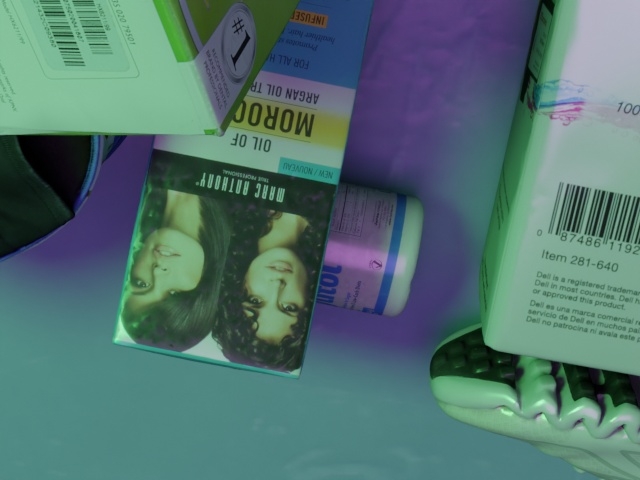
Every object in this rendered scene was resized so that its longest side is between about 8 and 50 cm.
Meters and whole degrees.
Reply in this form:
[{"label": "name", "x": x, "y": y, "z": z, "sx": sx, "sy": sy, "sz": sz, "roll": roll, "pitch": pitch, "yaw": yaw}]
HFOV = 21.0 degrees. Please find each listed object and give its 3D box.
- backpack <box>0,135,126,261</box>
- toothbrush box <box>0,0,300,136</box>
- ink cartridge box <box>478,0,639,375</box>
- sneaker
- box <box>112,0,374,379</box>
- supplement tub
[{"label": "backpack", "x": -0.219, "y": -0.112, "z": 0.860, "sx": 0.277, "sy": 0.213, "sz": 0.263, "roll": -15, "pitch": 105, "yaw": 18}, {"label": "toothbrush box", "x": -0.072, "y": -0.208, "z": 0.730, "sx": 0.122, "sy": 0.283, "sz": 0.206, "roll": 1, "pitch": 132, "yaw": 24}, {"label": "ink cartridge box", "x": 0.209, "y": -0.070, "z": 0.902, "sx": 0.201, "sy": 0.117, "sz": 0.278, "roll": 10, "pitch": 112, "yaw": -1}, {"label": "sneaker", "x": 0.202, "y": 0.118, "z": 0.988, "sx": 0.292, "sy": 0.110, "sz": 0.118, "roll": 11, "pitch": 120, "yaw": -1}, {"label": "box", "x": -0.036, "y": -0.056, "z": 0.900, "sx": 0.101, "sy": 0.060, "sz": 0.244, "roll": 11, "pitch": 87, "yaw": -1}, {"label": "supplement tub", "x": 0.000, "y": 0.000, "z": 0.965, "sx": 0.107, "sy": 0.071, "sz": 0.071, "roll": 11, "pitch": 111, "yaw": -1}]
